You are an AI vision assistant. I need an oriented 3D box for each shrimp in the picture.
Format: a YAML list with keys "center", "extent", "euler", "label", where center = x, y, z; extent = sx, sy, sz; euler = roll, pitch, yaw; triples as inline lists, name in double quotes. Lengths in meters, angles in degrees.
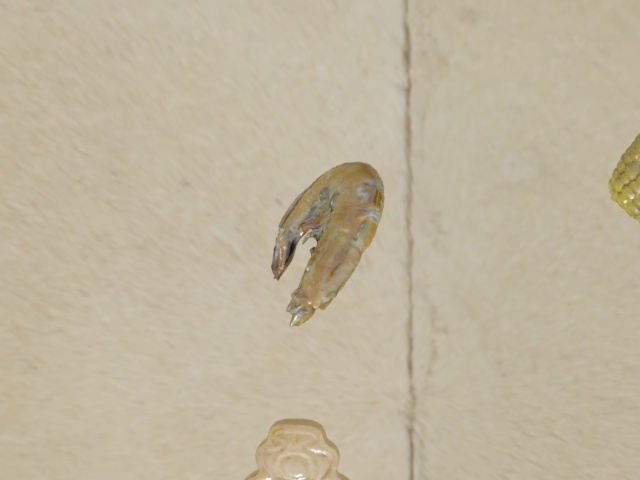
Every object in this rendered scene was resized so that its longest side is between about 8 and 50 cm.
- center: [0.003, 0.002, 1.563]
  extent: [0.051, 0.132, 0.187]
  euler: [35, 75, -32]
  label: "shrimp"

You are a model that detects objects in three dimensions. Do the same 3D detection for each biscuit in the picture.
- center: [-0.024, 0.314, 1.690]
  extent: [0.144, 0.040, 0.236]
  euler: [1, 109, 6]
  label: "biscuit"

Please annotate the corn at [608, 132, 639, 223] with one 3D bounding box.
- center: [0.435, -0.154, 1.600]
  extent: [0.120, 0.120, 0.363]
  euler: [39, 128, 6]
  label: "corn"
